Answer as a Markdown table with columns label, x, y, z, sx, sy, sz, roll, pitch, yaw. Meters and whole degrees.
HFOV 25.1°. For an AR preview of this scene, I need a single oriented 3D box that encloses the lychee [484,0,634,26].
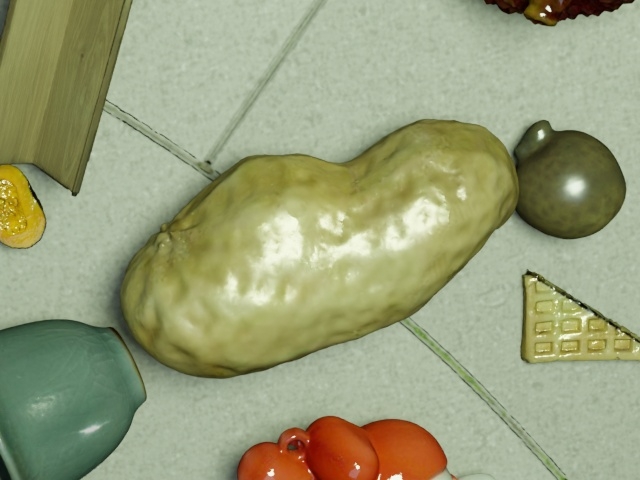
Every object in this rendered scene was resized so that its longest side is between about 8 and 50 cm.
| label | x | y | z | sx | sy | sz | roll | pitch | yaw |
| --- | --- | --- | --- | --- | --- | --- | --- | --- | --- |
| lychee | 0.215 | -0.315 | 1.244 | 0.235 | 0.236 | 0.271 | 6 | 86 | -7 |

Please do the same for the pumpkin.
| label | x | y | z | sx | sy | sz | roll | pitch | yaw |
| --- | --- | --- | --- | --- | --- | --- | --- | --- | --- |
| pumpkin | -0.288 | -0.033 | 1.360 | 0.050 | 0.028 | 0.083 | -19 | 96 | 1 |

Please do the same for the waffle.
| label | x | y | z | sx | sy | sz | roll | pitch | yaw |
| --- | --- | --- | --- | --- | --- | --- | --- | --- | --- |
| waffle | 0.276 | 0.077 | 1.442 | 0.152 | 0.023 | 0.098 | 0 | 104 | -4 |

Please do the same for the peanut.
| label | x | y | z | sx | sy | sz | roll | pitch | yaw |
| --- | --- | --- | --- | --- | --- | --- | --- | --- | --- |
| peanut | 0.000 | 0.000 | 1.327 | 0.387 | 0.169 | 0.192 | -20 | 104 | -4 |

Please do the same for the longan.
| label | x | y | z | sx | sy | sz | roll | pitch | yaw |
| --- | --- | --- | --- | --- | --- | --- | --- | --- | --- |
| longan | 0.231 | -0.058 | 1.370 | 0.106 | 0.106 | 0.119 | -35 | 90 | 3 |

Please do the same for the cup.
| label | x | y | z | sx | sy | sz | roll | pitch | yaw |
| --- | --- | --- | --- | --- | --- | --- | --- | --- | --- |
| cup | -0.246 | 0.146 | 1.345 | 0.150 | 0.199 | 0.199 | -25 | 105 | -18 |

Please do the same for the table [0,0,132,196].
| label | x | y | z | sx | sy | sz | roll | pitch | yaw |
| --- | --- | --- | --- | --- | --- | --- | --- | --- | --- |
| table | -0.231 | -0.169 | 1.280 | 0.167 | 0.167 | 0.227 | 15 | 110 | -9 |

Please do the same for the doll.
| label | x | y | z | sx | sy | sz | roll | pitch | yaw |
| --- | --- | --- | --- | --- | --- | --- | --- | --- | --- |
| doll | 0.057 | 0.251 | 1.406 | 0.290 | 0.130 | 0.161 | 28 | 105 | -25 |
